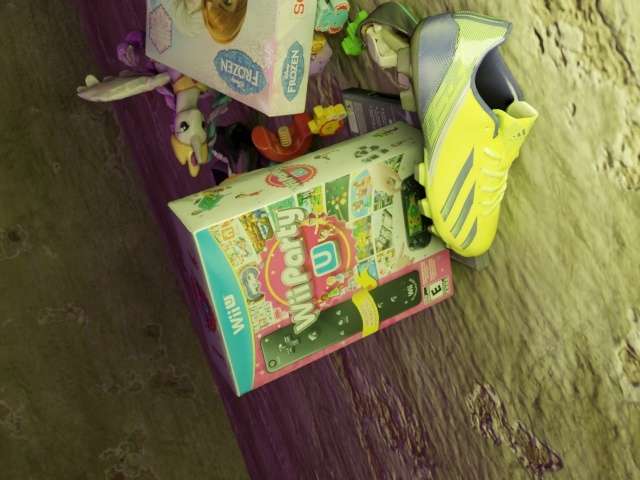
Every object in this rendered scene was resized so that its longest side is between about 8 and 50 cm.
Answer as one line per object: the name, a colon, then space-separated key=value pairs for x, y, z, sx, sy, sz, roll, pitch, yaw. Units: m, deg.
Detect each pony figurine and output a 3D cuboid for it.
pony figurine: x=-0.279 y=-0.334 z=1.544 sx=0.351 sy=0.302 sz=0.363 roll=36 pitch=127 yaw=53

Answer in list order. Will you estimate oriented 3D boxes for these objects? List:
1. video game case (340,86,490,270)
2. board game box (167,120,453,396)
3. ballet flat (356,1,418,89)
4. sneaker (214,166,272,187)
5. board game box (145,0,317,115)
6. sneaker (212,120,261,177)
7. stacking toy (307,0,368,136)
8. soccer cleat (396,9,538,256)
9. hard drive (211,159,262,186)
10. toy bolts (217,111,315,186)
video game case: x=0.114 y=-0.088 z=1.046 sx=0.274 sy=0.026 sz=0.196 roll=29 pitch=137 yaw=61
board game box: x=0.000 y=0.016 z=0.960 sx=0.097 sy=0.303 sz=0.224 roll=41 pitch=147 yaw=54
ballet flat: x=0.102 y=-0.195 z=0.890 sx=0.203 sy=0.074 sz=0.074 roll=52 pitch=155 yaw=40
sneaker: x=-0.027 y=-0.023 z=1.121 sx=0.295 sy=0.104 sz=0.147 roll=-4 pitch=119 yaw=25
board game box: x=-0.125 y=-0.366 z=1.102 sx=0.318 sy=0.066 sz=0.318 roll=31 pitch=123 yaw=41
sneaker: x=-0.165 y=-0.196 z=1.631 sx=0.234 sy=0.078 sz=0.106 roll=-125 pitch=36 yaw=-53
stacking toy: x=0.006 y=-0.269 z=1.086 sx=0.167 sy=0.052 sz=0.221 roll=66 pitch=153 yaw=25
soccer cleat: x=0.157 y=-0.091 z=0.818 sx=0.121 sy=0.093 sz=0.289 roll=2 pitch=132 yaw=24
hard drive: x=-0.167 y=-0.093 z=1.771 sx=0.254 sy=0.054 sz=0.172 roll=26 pitch=135 yaw=63
toy bolts: x=-0.055 y=-0.067 z=1.304 sx=0.158 sy=0.218 sz=0.228 roll=74 pitch=-179 yaw=-46
